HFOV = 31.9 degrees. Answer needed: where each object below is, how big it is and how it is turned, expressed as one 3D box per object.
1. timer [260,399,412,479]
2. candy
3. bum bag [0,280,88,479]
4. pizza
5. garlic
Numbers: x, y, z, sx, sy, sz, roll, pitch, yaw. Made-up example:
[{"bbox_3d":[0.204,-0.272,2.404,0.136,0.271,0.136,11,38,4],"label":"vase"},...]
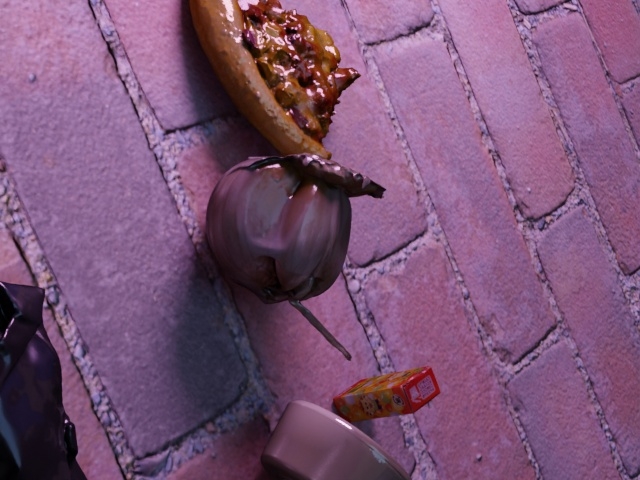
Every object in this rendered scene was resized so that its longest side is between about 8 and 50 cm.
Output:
[{"bbox_3d":[-0.039,0.327,1.206,0.175,0.175,0.266,47,69,-24],"label":"timer"},{"bbox_3d":[0.079,0.187,1.352,0.062,0.122,0.038,-27,96,-45],"label":"candy"},{"bbox_3d":[-0.279,0.189,1.041,0.137,0.074,0.310,-20,98,-57],"label":"bum bag"},{"bbox_3d":[-0.037,-0.222,1.379,0.289,0.081,0.228,59,35,1],"label":"pizza"},{"bbox_3d":[0.000,0.000,1.263,0.257,0.207,0.207,49,48,-1],"label":"garlic"}]
